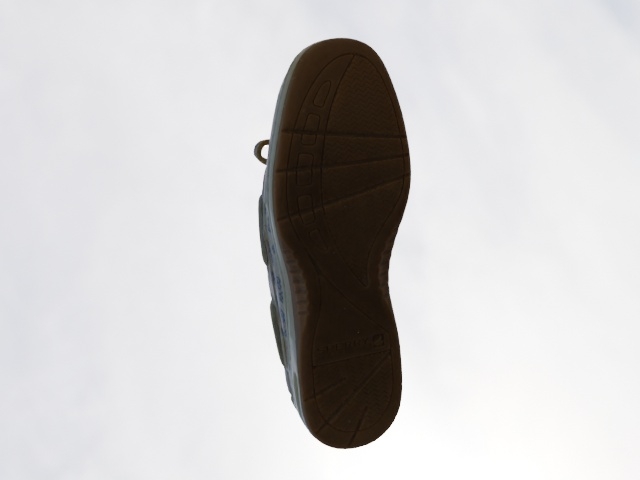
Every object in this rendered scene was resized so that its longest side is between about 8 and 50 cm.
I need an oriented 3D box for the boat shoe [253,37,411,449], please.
[{"bbox_3d":[0.000,0.000,1.330,0.104,0.089,0.285,-3,-80,-22],"label":"boat shoe"}]
